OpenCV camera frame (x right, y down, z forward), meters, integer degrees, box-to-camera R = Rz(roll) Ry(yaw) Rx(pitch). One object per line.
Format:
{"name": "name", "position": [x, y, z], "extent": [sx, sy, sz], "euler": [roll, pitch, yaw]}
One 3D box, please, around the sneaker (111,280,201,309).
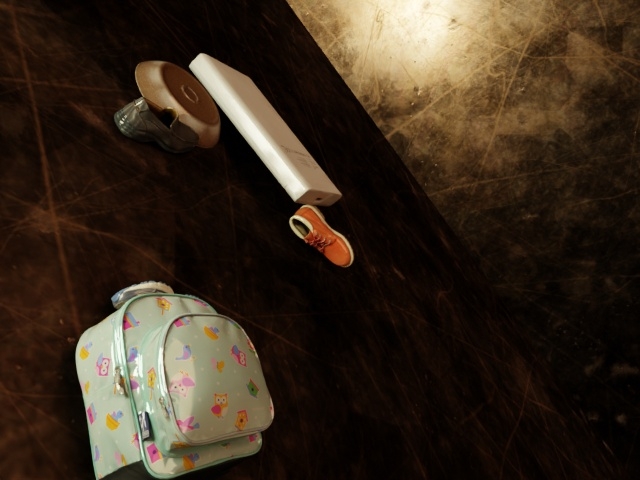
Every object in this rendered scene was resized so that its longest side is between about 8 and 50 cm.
{"name": "sneaker", "position": [-0.188, 0.089, 0.717], "extent": [0.135, 0.052, 0.058], "euler": [24, 41, -50]}

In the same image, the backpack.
{"name": "backpack", "position": [-0.148, 0.143, 0.602], "extent": [0.165, 0.144, 0.188], "euler": [8, 47, -53]}

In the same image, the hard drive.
{"name": "hard drive", "position": [-0.106, -0.222, 1.251], "extent": [0.353, 0.047, 0.233], "euler": [53, 15, 10]}

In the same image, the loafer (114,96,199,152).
{"name": "loafer", "position": [-0.249, -0.186, 0.968], "extent": [0.062, 0.061, 0.170], "euler": [60, 22, 15]}

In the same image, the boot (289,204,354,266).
{"name": "boot", "position": [0.000, 0.000, 1.215], "extent": [0.158, 0.059, 0.084], "euler": [46, 25, 3]}

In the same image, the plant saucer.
{"name": "plant saucer", "position": [-0.251, -0.262, 1.108], "extent": [0.198, 0.036, 0.199], "euler": [43, 24, -25]}
